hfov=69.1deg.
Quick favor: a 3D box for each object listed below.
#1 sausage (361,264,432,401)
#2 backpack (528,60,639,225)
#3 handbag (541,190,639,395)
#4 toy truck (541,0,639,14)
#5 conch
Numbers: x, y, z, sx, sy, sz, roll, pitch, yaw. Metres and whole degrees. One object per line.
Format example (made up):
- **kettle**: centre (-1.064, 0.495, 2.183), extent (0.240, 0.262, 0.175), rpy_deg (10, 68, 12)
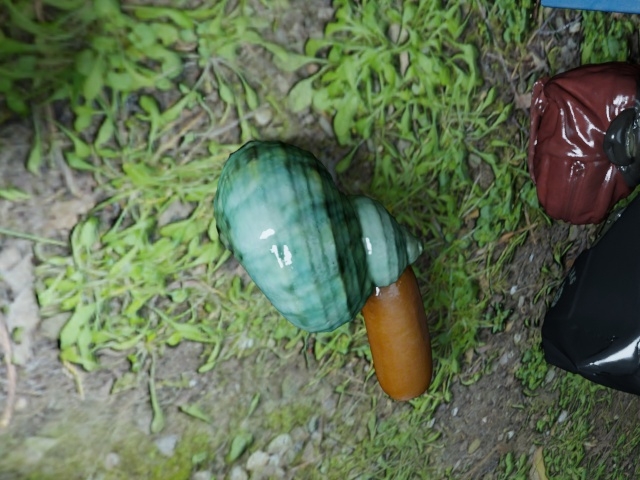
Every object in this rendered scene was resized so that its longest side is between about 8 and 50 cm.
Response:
- **sausage**: centre (0.090, 0.103, 0.554), extent (0.076, 0.076, 0.197), rpy_deg (-25, 115, -23)
- **backpack**: centre (0.362, -0.124, 0.623), extent (0.229, 0.139, 0.229), rpy_deg (-23, 120, -46)
- **handbag**: centre (0.427, 0.062, 0.661), extent (0.287, 0.152, 0.342), rpy_deg (-71, 160, -6)
- **toy truck**: centre (0.390, -0.416, 0.520), extent (0.367, 0.146, 0.175), rpy_deg (-58, 145, -8)
- **conch**: centre (-0.001, -0.001, 0.444), extent (0.188, 0.122, 0.175), rpy_deg (13, 72, -37)
